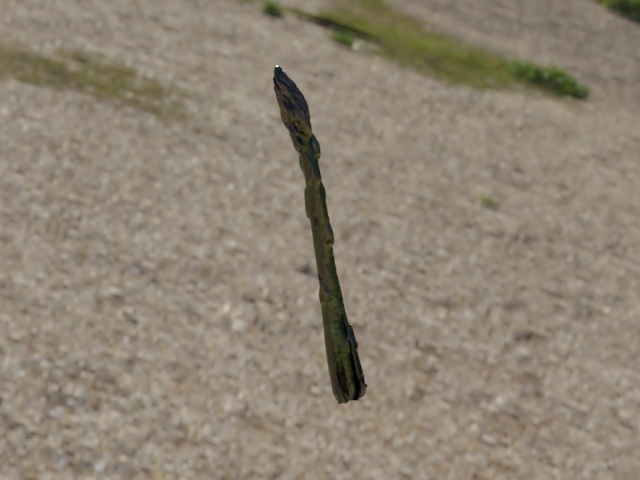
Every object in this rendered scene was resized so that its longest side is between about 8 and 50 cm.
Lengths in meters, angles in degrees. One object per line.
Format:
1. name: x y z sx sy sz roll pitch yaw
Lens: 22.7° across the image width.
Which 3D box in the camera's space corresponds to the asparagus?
1. asparagus: 0.000 0.000 1.015 0.023 0.232 0.022 -6 21 15
